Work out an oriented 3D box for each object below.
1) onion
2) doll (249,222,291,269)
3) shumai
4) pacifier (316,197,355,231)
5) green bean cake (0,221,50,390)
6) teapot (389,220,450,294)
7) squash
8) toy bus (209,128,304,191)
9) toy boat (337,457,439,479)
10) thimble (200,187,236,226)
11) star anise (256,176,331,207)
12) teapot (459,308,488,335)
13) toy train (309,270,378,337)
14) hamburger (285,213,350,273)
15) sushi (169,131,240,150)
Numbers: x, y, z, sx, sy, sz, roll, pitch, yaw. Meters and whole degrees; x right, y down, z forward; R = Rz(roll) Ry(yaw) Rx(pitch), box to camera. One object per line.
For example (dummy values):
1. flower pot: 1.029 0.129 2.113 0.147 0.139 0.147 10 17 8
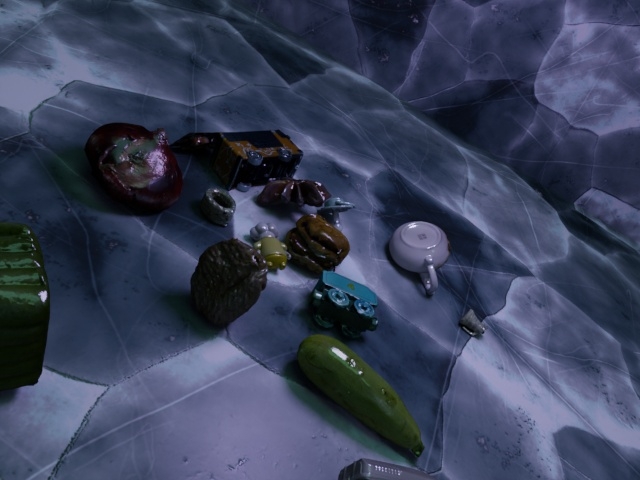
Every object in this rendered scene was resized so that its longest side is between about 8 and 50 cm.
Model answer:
1. onion: -0.469 -0.213 1.355 0.272 0.195 0.272 34 27 -20
2. doll: -0.143 0.014 1.444 0.106 0.062 0.163 4 45 -29
3. shumai: -0.195 0.092 1.220 0.166 0.206 0.175 48 16 12
4. pacifier: 0.056 -0.080 1.689 0.126 0.150 0.117 -5 86 -19
5. green bean cake: -0.533 0.105 0.859 0.124 0.248 0.222 1 42 -36
6. teapot: 0.334 0.036 1.735 0.204 0.139 0.298 -4 45 -3
7. squash: 0.100 0.349 1.178 0.370 0.118 0.118 39 35 6
8. toy bus: -0.206 -0.268 1.681 0.275 0.139 0.167 -15 54 -45
9. toy boat: 0.166 0.517 1.009 0.269 0.141 0.141 30 34 -7
10. thimble: -0.288 -0.095 1.465 0.084 0.062 0.110 -15 56 -46
11. star anise: -0.084 -0.150 1.637 0.236 0.093 0.229 -6 17 -24
12. teapot: 0.486 0.268 1.640 0.083 0.057 0.067 42 73 7
13. toy train: 0.063 0.170 1.382 0.197 0.107 0.154 24 28 -11
14. hamburger: 0.000 0.000 1.521 0.183 0.130 0.206 36 32 1
15. sushi: -0.363 -0.306 1.635 0.201 0.139 0.031 -14 89 -46
